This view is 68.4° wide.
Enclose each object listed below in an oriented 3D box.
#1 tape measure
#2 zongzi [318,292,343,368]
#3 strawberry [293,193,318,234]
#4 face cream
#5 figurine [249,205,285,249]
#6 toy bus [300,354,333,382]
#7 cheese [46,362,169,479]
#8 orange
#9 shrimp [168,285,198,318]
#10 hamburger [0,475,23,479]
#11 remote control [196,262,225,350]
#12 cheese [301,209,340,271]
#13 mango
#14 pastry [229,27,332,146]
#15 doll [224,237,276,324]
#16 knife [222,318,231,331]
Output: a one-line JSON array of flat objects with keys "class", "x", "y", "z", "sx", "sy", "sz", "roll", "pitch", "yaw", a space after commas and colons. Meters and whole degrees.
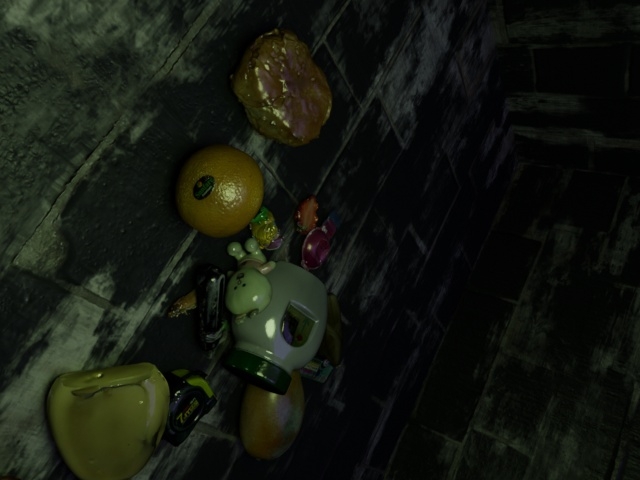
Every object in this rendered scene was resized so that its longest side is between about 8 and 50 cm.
[{"class": "tape measure", "x": -0.390, "y": 0.442, "z": 1.300, "sx": 0.199, "sy": 0.112, "sz": 0.186, "roll": -51, "pitch": 144, "yaw": -36}, {"class": "zongzi", "x": 0.032, "y": 0.318, "z": 1.709, "sx": 0.112, "sy": 0.242, "sz": 0.221, "roll": -3, "pitch": 99, "yaw": -8}, {"class": "strawberry", "x": -0.051, "y": -0.086, "z": 1.594, "sx": 0.104, "sy": 0.048, "sz": 0.152, "roll": 46, "pitch": 52, "yaw": -41}, {"class": "face cream", "x": -0.130, "y": 0.264, "z": 1.450, "sx": 0.312, "sy": 0.219, "sz": 0.357, "roll": 40, "pitch": 61, "yaw": -28}, {"class": "figurine", "x": -0.180, "y": -0.027, "z": 1.418, "sx": 0.114, "sy": 0.095, "sz": 0.156, "roll": -36, "pitch": 151, "yaw": -12}, {"class": "toy bus", "x": -0.050, "y": 0.457, "z": 1.758, "sx": 0.261, "sy": 0.091, "sz": 0.109, "roll": 38, "pitch": 79, "yaw": -49}, {"class": "cheese", "x": -0.489, "y": 0.444, "z": 1.116, "sx": 0.259, "sy": 0.128, "sz": 0.316, "roll": -3, "pitch": 104, "yaw": -15}, {"class": "orange", "x": -0.251, "y": -0.126, "z": 1.182, "sx": 0.236, "sy": 0.236, "sz": 0.237, "roll": -22, "pitch": 119, "yaw": -46}, {"class": "shrimp", "x": -0.352, "y": 0.193, "z": 1.319, "sx": 0.178, "sy": 0.034, "sz": 0.125, "roll": -43, "pitch": 136, "yaw": -47}, {"class": "hamburger", "x": -0.615, "y": 0.603, "z": 0.964, "sx": 0.146, "sy": 0.243, "sz": 0.286, "roll": -41, "pitch": 148, "yaw": -38}, {"class": "remote control", "x": -0.298, "y": 0.193, "z": 1.312, "sx": 0.090, "sy": 0.066, "sz": 0.266, "roll": -30, "pitch": 128, "yaw": -56}, {"class": "cheese", "x": 0.000, "y": 0.000, "z": 1.675, "sx": 0.244, "sy": 0.062, "sz": 0.155, "roll": -59, "pitch": 141, "yaw": -21}, {"class": "mango", "x": -0.154, "y": 0.537, "z": 1.567, "sx": 0.221, "sy": 0.198, "sz": 0.385, "roll": 17, "pitch": 81, "yaw": -35}, {"class": "pastry", "x": -0.110, "y": -0.412, "z": 1.303, "sx": 0.255, "sy": 0.161, "sz": 0.311, "roll": -44, "pitch": 124, "yaw": -19}, {"class": "doll", "x": -0.196, "y": 0.120, "z": 1.323, "sx": 0.113, "sy": 0.154, "sz": 0.275, "roll": 58, "pitch": 17, "yaw": -49}, {"class": "knife", "x": -0.277, "y": 0.279, "z": 1.460, "sx": 0.212, "sy": 0.015, "sz": 0.054, "roll": 34, "pitch": 76, "yaw": -52}]
